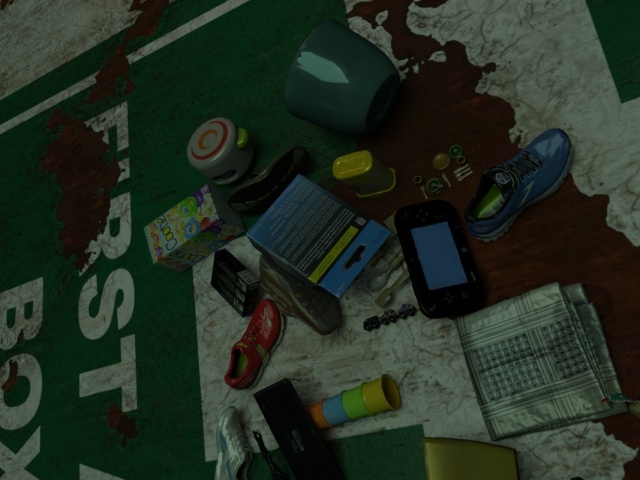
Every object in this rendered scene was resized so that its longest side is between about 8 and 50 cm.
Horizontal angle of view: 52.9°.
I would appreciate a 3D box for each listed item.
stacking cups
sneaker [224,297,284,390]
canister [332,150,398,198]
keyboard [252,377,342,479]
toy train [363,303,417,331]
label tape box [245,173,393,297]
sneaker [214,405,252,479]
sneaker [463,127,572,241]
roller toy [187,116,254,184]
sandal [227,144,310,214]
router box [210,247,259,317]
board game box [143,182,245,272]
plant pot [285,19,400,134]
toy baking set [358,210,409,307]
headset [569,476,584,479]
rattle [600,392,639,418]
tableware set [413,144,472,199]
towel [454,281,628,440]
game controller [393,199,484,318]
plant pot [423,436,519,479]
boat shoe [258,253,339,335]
[{"bbox_3d":[0.053,0.447,1.680,0.316,0.096,0.096,-29,63,25],"label":"stacking cups"},{"bbox_3d":[-0.193,0.298,1.841,0.107,0.118,0.279,17,85,31],"label":"sneaker"},{"bbox_3d":[0.123,-0.180,1.767,0.126,0.170,0.073,-12,70,27],"label":"canister"},{"bbox_3d":[-0.085,0.537,1.699,0.201,0.033,0.317,-30,83,23],"label":"keyboard"},{"bbox_3d":[0.183,0.202,1.707,0.158,0.027,0.036,-23,54,23],"label":"toy train"},{"bbox_3d":[0.000,0.000,1.775,0.334,0.106,0.240,34,74,23],"label":"label tape box"},{"bbox_3d":[-0.239,0.583,1.811,0.092,0.087,0.228,-5,80,22],"label":"sneaker"},{"bbox_3d":[0.478,-0.141,1.564,0.330,0.147,0.130,-50,58,8],"label":"sneaker"},{"bbox_3d":[-0.319,-0.284,2.070,0.209,0.146,0.191,31,83,39],"label":"roller toy"},{"bbox_3d":[-0.155,-0.186,1.982,0.303,0.120,0.086,-37,33,14],"label":"sandal"},{"bbox_3d":[-0.260,0.127,1.936,0.179,0.046,0.133,40,132,33],"label":"router box"},{"bbox_3d":[-0.401,-0.035,2.046,0.275,0.144,0.142,-32,63,19],"label":"board game box"},{"bbox_3d":[0.081,-0.435,1.811,0.235,0.293,0.293,30,92,19],"label":"plant pot"},{"bbox_3d":[0.200,0.048,1.742,0.197,0.030,0.256,-22,61,29],"label":"toy baking set"},{"bbox_3d":[0.667,0.540,1.222,0.394,0.243,0.185,2,96,45],"label":"headset"},{"bbox_3d":[0.705,0.326,1.317,0.200,0.130,0.143,32,94,41],"label":"rattle"},{"bbox_3d":[0.326,-0.189,1.739,0.154,0.024,0.104,-31,62,20],"label":"tableware set"},{"bbox_3d":[0.498,0.276,1.484,0.324,0.056,0.312,-22,66,22],"label":"towel"},{"bbox_3d":[0.298,0.043,1.631,0.166,0.067,0.319,-15,64,4],"label":"game controller"},{"bbox_3d":[0.344,0.540,1.417,0.187,0.212,0.212,-8,71,16],"label":"plant pot"},{"bbox_3d":[-0.066,0.159,1.822,0.324,0.123,0.116,47,133,34],"label":"boat shoe"}]
